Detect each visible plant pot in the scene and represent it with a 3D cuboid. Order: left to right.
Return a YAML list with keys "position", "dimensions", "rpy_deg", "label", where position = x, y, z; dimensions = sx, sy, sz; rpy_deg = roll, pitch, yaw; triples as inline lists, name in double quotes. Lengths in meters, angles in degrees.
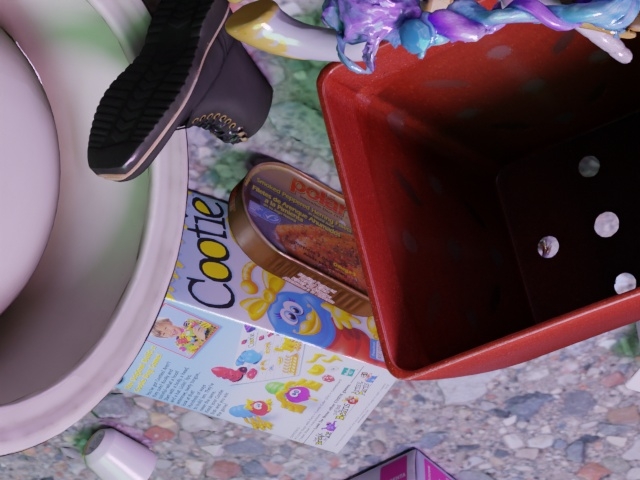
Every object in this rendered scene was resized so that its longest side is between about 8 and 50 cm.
- position: [0.190, -0.036, 1.280]
  dimensions: [0.267, 0.267, 0.236]
  rpy_deg: [-22, 158, 23]
  label: "plant pot"

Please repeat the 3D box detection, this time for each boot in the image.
- position: [-0.099, -0.097, 1.286]
  dimensions: [0.077, 0.198, 0.137]
  rpy_deg: [8, 147, 34]
  label: "boot"

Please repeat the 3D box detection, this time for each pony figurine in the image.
- position: [0.044, -0.258, 1.087]
  dimensions: [0.363, 0.303, 0.351]
  rpy_deg: [7, 140, 26]
  label: "pony figurine"

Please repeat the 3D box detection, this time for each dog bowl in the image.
- position: [-0.285, -0.047, 1.221]
  dimensions: [0.150, 0.408, 0.408]
  rpy_deg: [6, 142, 35]
  label: "dog bowl"

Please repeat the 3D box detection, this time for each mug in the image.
- position: [-0.226, 0.239, 1.731]
  dimensions: [0.078, 0.062, 0.064]
  rpy_deg: [-36, 117, 25]
  label: "mug"

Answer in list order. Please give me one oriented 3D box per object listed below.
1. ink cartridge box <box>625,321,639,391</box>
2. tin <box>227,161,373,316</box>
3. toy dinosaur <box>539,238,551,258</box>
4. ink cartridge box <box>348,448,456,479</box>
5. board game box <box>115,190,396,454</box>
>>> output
- position: [0.375, 0.079, 1.537]
  dimensions: [0.104, 0.060, 0.180]
  rpy_deg: [17, 134, -16]
  label: "ink cartridge box"
- position: [0.000, 0.000, 1.443]
  dimensions: [0.190, 0.106, 0.040]
  rpy_deg: [29, 138, -23]
  label: "tin"
- position: [0.181, 0.026, 1.485]
  dimensions: [0.082, 0.090, 0.047]
  rpy_deg: [-28, 162, -34]
  label: "toy dinosaur"
- position: [0.132, 0.366, 1.843]
  dimensions: [0.186, 0.065, 0.311]
  rpy_deg: [-29, 125, 29]
  label: "ink cartridge box"
- position: [-0.078, 0.070, 1.489]
  dimensions: [0.275, 0.142, 0.144]
  rpy_deg: [19, 134, -17]
  label: "board game box"
